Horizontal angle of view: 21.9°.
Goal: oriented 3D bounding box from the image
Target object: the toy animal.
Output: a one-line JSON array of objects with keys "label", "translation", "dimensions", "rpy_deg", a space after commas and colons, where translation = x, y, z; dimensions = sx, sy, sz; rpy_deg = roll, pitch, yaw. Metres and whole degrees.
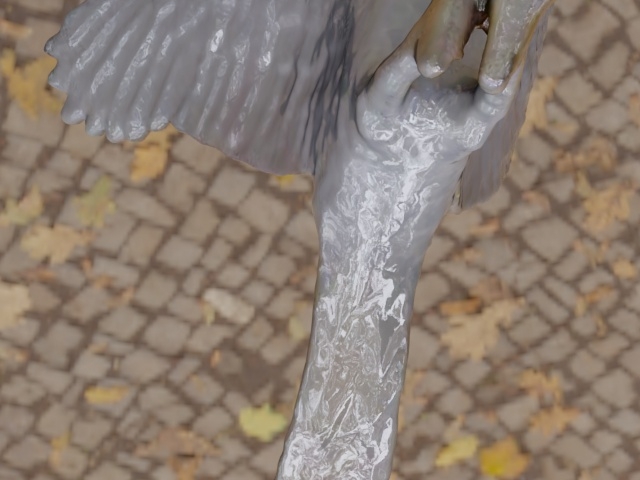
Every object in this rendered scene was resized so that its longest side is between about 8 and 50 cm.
[{"label": "toy animal", "translation": [0.006, -0.011, 0.647], "dimensions": [0.225, 0.284, 0.302], "rpy_deg": [8, 157, -13]}]
